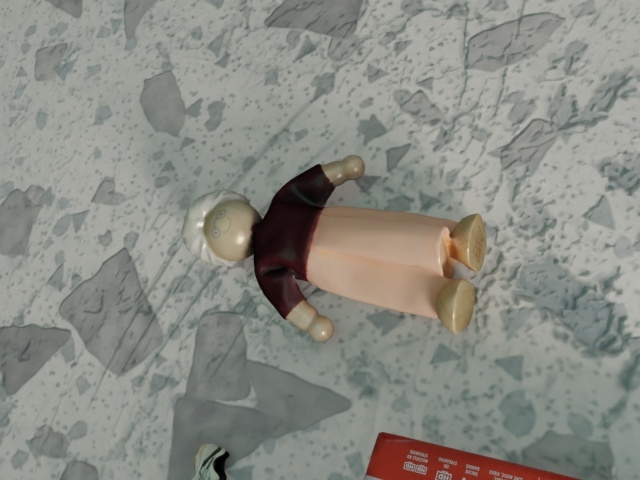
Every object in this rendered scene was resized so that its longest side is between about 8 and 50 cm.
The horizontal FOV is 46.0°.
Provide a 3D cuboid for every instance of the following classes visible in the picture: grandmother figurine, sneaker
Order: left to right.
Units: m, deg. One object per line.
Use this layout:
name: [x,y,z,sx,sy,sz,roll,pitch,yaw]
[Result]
sneaker: [-0.121,0.263,0.813,0.037,0.032,0.083,1,72,26]
grandmother figurine: [0.000,0.000,0.821,0.342,0.104,0.208,8,65,25]

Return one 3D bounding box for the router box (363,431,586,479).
router box: [0.164,0.336,0.579,0.335,0.082,0.301,6,59,27]
